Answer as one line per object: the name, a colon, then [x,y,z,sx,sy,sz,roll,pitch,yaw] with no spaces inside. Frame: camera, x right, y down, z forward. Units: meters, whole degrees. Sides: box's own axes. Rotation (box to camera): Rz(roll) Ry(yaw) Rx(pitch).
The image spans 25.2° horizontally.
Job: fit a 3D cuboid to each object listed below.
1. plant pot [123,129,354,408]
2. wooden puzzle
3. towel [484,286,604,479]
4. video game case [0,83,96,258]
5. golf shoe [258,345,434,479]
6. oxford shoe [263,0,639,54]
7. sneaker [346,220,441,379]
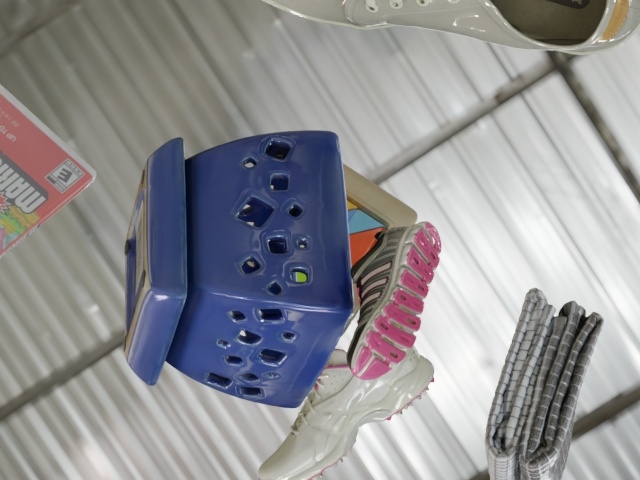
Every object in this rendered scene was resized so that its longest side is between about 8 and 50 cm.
plant pot: [-0.099,0.028,1.558,0.212,0.236,0.236,4,147,-14]
wooden puzzle: [0.000,0.000,2.196,0.239,0.221,0.044,-56,159,1]
towel: [0.344,0.242,2.192,0.235,0.121,0.284,66,42,-65]
video game case: [-0.383,-0.051,1.379,0.285,0.204,0.025,-46,176,-37]
golf shoe: [0.016,0.238,2.081,0.306,0.140,0.115,-38,-166,-9]
oxford shoe: [0.109,-0.283,1.446,0.130,0.449,0.169,-36,138,-74]
sneaker: [0.061,0.058,1.423,0.074,0.063,0.170,7,-110,47]
